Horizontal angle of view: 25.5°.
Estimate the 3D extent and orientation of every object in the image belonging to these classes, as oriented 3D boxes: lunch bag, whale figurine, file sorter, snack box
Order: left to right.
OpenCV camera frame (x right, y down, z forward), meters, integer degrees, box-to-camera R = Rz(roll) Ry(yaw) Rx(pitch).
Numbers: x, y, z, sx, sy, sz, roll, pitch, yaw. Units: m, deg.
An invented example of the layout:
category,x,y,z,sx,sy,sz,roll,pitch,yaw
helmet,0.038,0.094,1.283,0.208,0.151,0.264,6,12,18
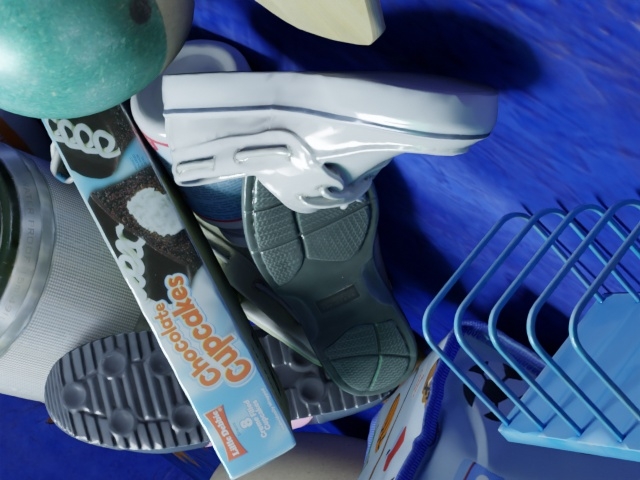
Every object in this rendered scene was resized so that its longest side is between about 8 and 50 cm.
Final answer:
category,x,y,z,sx,sy,sz,roll,pitch,yaw
whale figurine,-0.193,-0.188,0.835,0.216,0.141,0.272,16,144,43
snack box,-0.116,0.009,1.060,0.322,0.060,0.187,63,179,-4
file sorter,0.156,0.045,0.816,0.104,0.118,0.170,47,161,-15
lunch bag,0.209,0.263,1.087,0.385,0.239,0.328,23,162,-1

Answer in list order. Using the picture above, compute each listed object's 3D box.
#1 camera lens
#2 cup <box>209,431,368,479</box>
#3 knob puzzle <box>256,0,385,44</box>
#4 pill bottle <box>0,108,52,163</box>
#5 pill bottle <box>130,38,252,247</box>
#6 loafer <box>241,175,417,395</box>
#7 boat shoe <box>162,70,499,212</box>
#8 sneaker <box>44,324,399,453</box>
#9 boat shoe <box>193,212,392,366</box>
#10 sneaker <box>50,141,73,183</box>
category,x,y,z,sx,sy,sz,roll,pitch,yaw
camera lens,-0.267,0.039,1.335,0.219,0.219,0.274,23,180,38
cup,0.056,0.358,1.550,0.237,0.331,0.331,-17,128,38
knob puzzle,-0.030,-0.180,0.722,0.213,0.030,0.213,43,163,16
pill bottle,-0.473,-0.009,1.428,0.224,0.392,0.224,34,162,12
pill bottle,-0.069,-0.064,1.017,0.087,0.087,0.160,27,159,31
loafer,0.000,0.000,1.022,0.084,0.096,0.267,-108,-1,-51
boat shoe,0.001,-0.058,0.832,0.095,0.084,0.258,-5,-171,-38
sneaker,-0.081,0.133,1.273,0.319,0.112,0.131,-5,169,0
boat shoe,-0.079,0.012,1.215,0.302,0.094,0.109,24,158,37
sneaker,-0.210,-0.083,1.254,0.071,0.083,0.190,36,164,0
